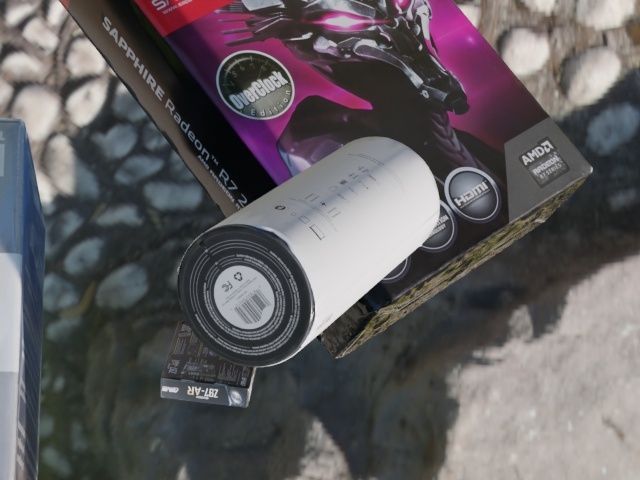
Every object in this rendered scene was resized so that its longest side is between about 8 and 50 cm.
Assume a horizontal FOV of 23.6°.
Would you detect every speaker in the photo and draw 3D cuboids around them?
[{"bbox_3d":[0.000,0.000,0.594,0.055,0.136,0.055,8,110,21],"label":"speaker"}]

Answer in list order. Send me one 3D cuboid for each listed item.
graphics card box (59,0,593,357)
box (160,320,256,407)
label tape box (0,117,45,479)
[{"bbox_3d":[-0.005,-0.123,1.121,0.371,0.233,0.094,53,147,10],"label":"graphics card box"},{"bbox_3d":[-0.082,0.093,1.166,0.067,0.083,0.018,6,119,1],"label":"box"},{"bbox_3d":[-0.247,0.120,1.023,0.115,0.249,0.347,2,73,-7],"label":"label tape box"}]
